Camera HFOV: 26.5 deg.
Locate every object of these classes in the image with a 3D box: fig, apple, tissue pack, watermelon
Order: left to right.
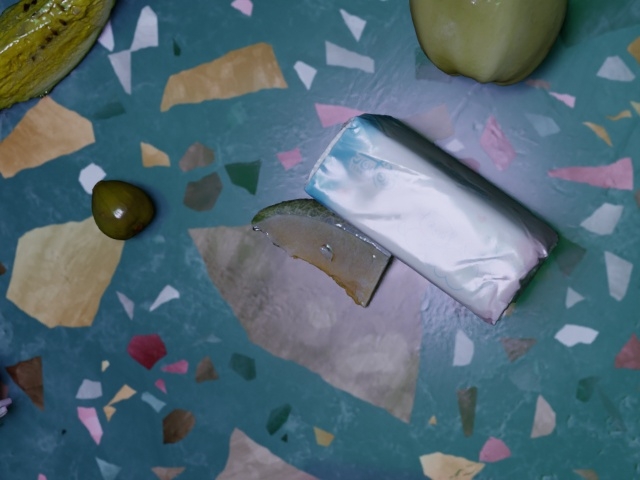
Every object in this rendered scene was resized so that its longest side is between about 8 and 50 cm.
[{"bbox_3d":[-0.373,-0.250,1.701,0.301,0.129,0.123,-38,87,5],"label":"watermelon"},{"bbox_3d":[-0.255,-0.043,1.715,0.088,0.074,0.074,42,99,23],"label":"fig"},{"bbox_3d":[0.131,-0.031,1.571,0.271,0.201,0.124,37,105,8],"label":"tissue pack"},{"bbox_3d":[0.193,-0.276,1.561,0.200,0.200,0.200,0,92,11],"label":"apple"}]

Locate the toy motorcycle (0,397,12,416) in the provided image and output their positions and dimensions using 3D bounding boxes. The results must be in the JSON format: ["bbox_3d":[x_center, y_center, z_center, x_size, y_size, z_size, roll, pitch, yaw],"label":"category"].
[{"bbox_3d":[-0.472,0.282,1.752,0.239,0.108,0.204,-43,78,34],"label":"toy motorcycle"}]

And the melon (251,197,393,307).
[{"bbox_3d":[0.005,-0.005,1.682,0.182,0.054,0.098,34,113,9],"label":"melon"}]
